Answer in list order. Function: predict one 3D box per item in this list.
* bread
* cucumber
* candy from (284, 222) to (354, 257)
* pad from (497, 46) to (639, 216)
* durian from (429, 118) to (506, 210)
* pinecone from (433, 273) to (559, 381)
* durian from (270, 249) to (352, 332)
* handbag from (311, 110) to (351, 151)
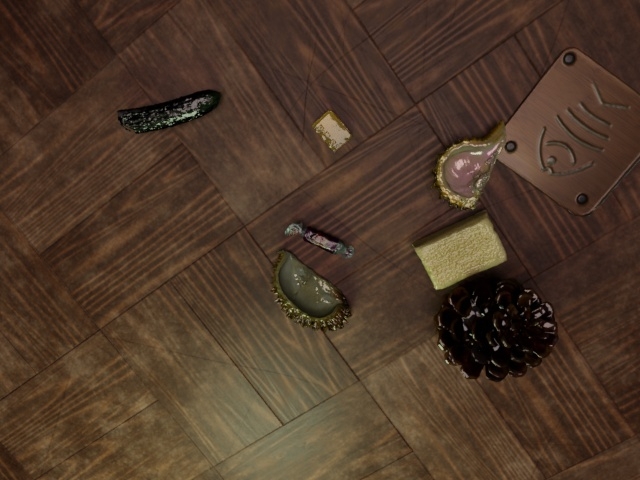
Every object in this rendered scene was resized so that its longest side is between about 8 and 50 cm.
[{"bbox_3d":[0.327,0.025,1.221,0.189,0.068,0.125,-26,99,11],"label":"bread"},{"bbox_3d":[-0.345,-0.298,1.216,0.246,0.067,0.067,-10,102,8],"label":"cucumber"},{"bbox_3d":[0.000,0.000,1.263,0.175,0.043,0.045,24,103,-4],"label":"candy"},{"bbox_3d":[0.570,-0.233,1.160,0.287,0.018,0.284,35,105,-2],"label":"pad"},{"bbox_3d":[0.338,-0.174,1.172,0.140,0.078,0.224,39,94,8],"label":"durian"},{"bbox_3d":[0.384,0.190,1.142,0.247,0.292,0.246,2,79,-8],"label":"pinecone"},{"bbox_3d":[-0.034,0.140,1.273,0.252,0.144,0.139,34,83,2],"label":"durian"},{"bbox_3d":[0.027,-0.252,1.206,0.061,0.027,0.083,-38,98,13],"label":"handbag"}]
